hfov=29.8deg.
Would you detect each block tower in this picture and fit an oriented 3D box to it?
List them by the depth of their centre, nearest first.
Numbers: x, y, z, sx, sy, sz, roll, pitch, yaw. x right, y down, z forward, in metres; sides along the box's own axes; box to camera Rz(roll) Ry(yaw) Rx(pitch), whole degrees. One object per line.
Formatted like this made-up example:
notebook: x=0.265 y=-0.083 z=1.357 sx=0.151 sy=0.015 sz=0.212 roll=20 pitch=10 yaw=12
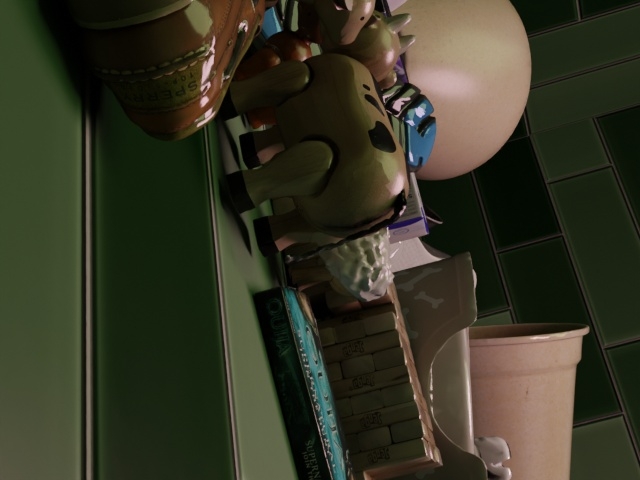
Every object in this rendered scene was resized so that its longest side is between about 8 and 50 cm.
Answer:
block tower: x=0.030 y=0.071 z=1.134 sx=0.091 sy=0.097 sz=0.336 roll=54 pitch=23 yaw=-68

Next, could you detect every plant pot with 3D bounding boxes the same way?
plant pot: x=0.325 y=0.314 z=2.172 sx=0.334 sy=0.333 sz=0.306 roll=3 pitch=83 yaw=-82

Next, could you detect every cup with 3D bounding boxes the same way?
cup: x=0.113 y=-0.254 z=1.776 sx=0.237 sy=0.331 sz=0.331 roll=-5 pitch=78 yaw=-58

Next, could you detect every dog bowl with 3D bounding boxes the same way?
dog bowl: x=0.120 y=0.188 z=1.298 sx=0.349 sy=0.102 sz=0.349 roll=-3 pitch=90 yaw=-84

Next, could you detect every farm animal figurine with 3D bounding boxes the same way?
farm animal figurine: x=-0.003 y=-0.138 z=0.981 sx=0.330 sy=0.172 sz=0.327 roll=53 pitch=21 yaw=-69

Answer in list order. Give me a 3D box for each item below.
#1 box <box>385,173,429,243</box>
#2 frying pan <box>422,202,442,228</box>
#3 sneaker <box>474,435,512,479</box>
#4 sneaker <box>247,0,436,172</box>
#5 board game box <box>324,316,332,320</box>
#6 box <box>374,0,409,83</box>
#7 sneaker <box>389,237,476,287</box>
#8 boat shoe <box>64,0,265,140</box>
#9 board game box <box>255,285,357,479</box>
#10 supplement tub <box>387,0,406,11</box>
box: x=0.055 y=-0.063 z=1.484 sx=0.072 sy=0.126 sz=0.137 roll=60 pitch=16 yaw=-69
frying pan: x=0.108 y=-0.050 z=1.713 sx=0.197 sy=0.053 sz=0.326 roll=30 pitch=11 yaw=-23
sneaker: x=0.162 y=0.383 z=1.471 sx=0.110 sy=0.118 sz=0.292 roll=109 pitch=-13 yaw=-79
sneaker: x=-0.011 y=-0.170 z=1.306 sx=0.341 sy=0.139 sz=0.125 roll=42 pitch=59 yaw=-45
board game box: x=0.000 y=0.000 z=1.306 sx=0.124 sy=0.039 sz=0.259 roll=-77 pitch=148 yaw=-77
box: x=0.014 y=-0.241 z=1.441 sx=0.207 sy=0.153 sz=0.108 roll=57 pitch=19 yaw=-64
sneaker: x=0.081 y=0.023 z=1.680 sx=0.295 sy=0.147 sz=0.105 roll=23 pitch=89 yaw=-48
boat shoe: x=-0.088 y=-0.165 z=0.742 sx=0.307 sy=0.110 sz=0.104 roll=-76 pitch=155 yaw=-56
board game box: x=-0.008 y=0.132 z=0.981 sx=0.126 sy=0.026 sz=0.186 roll=27 pitch=48 yaw=-80
supplement tub: x=0.020 y=-0.481 z=1.642 sx=0.241 sy=0.241 sz=0.331 roll=65 pitch=12 yaw=-52
